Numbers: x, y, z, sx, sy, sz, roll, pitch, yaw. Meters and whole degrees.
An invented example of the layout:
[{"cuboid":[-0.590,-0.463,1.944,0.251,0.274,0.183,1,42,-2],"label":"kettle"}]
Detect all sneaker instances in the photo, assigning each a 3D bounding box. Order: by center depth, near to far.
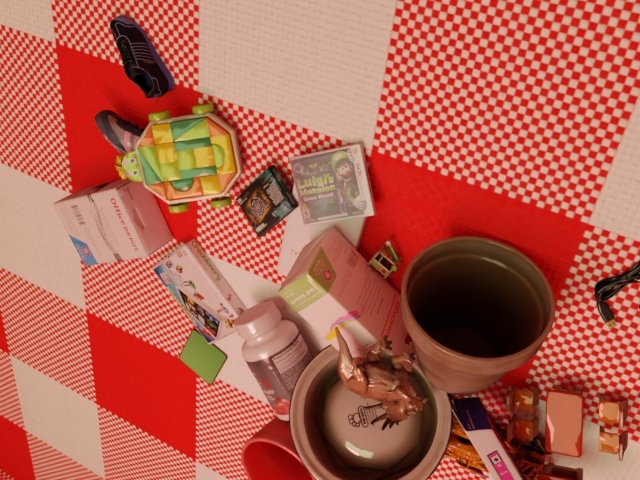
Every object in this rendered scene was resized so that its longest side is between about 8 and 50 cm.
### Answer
[{"cuboid":[-0.475,-0.470,1.731,0.081,0.090,0.232,-33,98,41],"label":"sneaker"},{"cuboid":[-0.471,-0.271,1.853,0.319,0.112,0.131,41,116,-3],"label":"sneaker"}]

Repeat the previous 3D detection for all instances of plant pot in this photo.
[{"cuboid":[0.329,0.198,1.515,0.323,0.323,0.280,24,145,18],"label":"plant pot"},{"cuboid":[-0.064,0.626,2.031,0.275,0.243,0.275,15,124,24],"label":"plant pot"}]

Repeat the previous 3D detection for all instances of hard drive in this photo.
[{"cuboid":[0.000,0.000,1.747,0.203,0.040,0.308,27,128,16],"label":"hard drive"}]

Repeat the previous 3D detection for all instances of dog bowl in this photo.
[{"cuboid":[0.132,0.454,1.732,0.408,0.408,0.150,26,166,17],"label":"dog bowl"}]

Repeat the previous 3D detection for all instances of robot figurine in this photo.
[{"cuboid":[0.459,0.555,1.761,0.291,0.085,0.211,17,126,23],"label":"robot figurine"}]

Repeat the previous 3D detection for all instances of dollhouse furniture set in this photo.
[{"cuboid":[0.564,0.475,1.564,0.262,0.135,0.259,2,98,29],"label":"dollhouse furniture set"}]

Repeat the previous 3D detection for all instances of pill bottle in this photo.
[{"cuboid":[-0.118,0.340,1.937,0.176,0.176,0.319,-16,108,38],"label":"pill bottle"}]

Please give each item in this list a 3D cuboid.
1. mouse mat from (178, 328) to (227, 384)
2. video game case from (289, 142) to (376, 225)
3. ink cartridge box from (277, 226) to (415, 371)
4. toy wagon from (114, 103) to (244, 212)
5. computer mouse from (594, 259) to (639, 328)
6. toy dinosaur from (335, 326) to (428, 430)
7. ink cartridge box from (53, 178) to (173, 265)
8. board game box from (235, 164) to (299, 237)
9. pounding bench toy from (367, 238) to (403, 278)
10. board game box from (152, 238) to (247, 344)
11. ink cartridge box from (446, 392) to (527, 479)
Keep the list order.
[{"cuboid":[-0.395,0.391,2.256,0.152,0.007,0.190,38,132,7],"label":"mouse mat"},{"cuboid":[0.028,-0.132,1.619,0.190,0.022,0.173,-8,99,26],"label":"video game case"},{"cuboid":[0.084,0.164,1.649,0.353,0.207,0.119,45,127,-12],"label":"ink cartridge box"},{"cuboid":[-0.378,-0.205,1.761,0.344,0.068,0.267,-7,105,7],"label":"toy wagon"},{"cuboid":[0.689,0.171,1.400,0.184,0.060,0.262,-32,97,40],"label":"computer mouse"},{"cuboid":[0.126,0.330,1.551,0.295,0.127,0.200,32,140,-2],"label":"toy dinosaur"},{"cuboid":[-0.630,-0.059,2.052,0.307,0.129,0.223,-7,113,35],"label":"ink cartridge box"},{"cuboid":[-0.142,-0.099,1.759,0.186,0.026,0.126,-36,84,48],"label":"board game box"},{"cuboid":[0.170,0.043,1.657,0.065,0.052,0.083,40,131,5],"label":"pounding bench toy"},{"cuboid":[-0.364,0.162,2.066,0.193,0.053,0.305,-29,99,40],"label":"board game box"},{"cuboid":[0.410,0.500,1.588,0.069,0.176,0.371,-32,98,9],"label":"ink cartridge box"}]
